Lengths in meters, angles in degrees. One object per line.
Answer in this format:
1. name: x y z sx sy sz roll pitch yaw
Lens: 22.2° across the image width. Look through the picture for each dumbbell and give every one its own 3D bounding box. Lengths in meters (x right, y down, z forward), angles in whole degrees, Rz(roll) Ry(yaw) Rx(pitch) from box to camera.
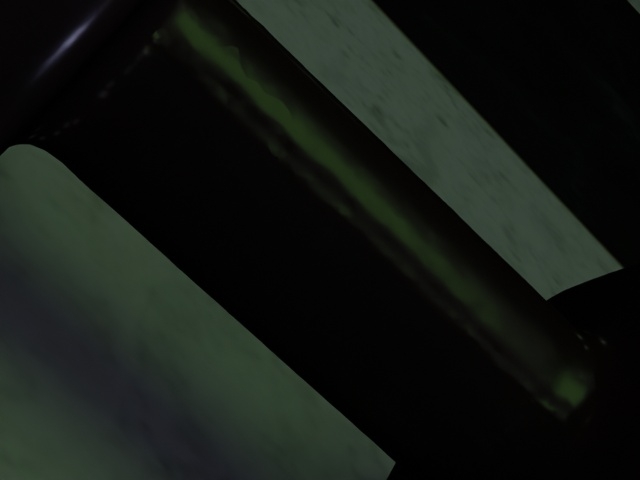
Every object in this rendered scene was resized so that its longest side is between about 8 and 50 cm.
1. dumbbell: 0.000 0.000 0.389 0.225 0.140 0.124 42 58 -13
